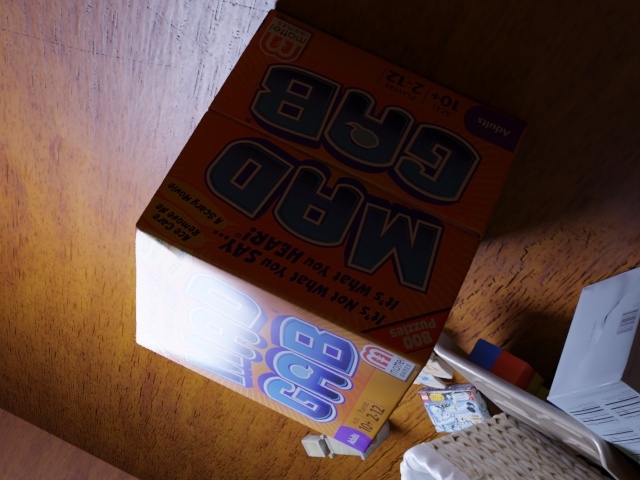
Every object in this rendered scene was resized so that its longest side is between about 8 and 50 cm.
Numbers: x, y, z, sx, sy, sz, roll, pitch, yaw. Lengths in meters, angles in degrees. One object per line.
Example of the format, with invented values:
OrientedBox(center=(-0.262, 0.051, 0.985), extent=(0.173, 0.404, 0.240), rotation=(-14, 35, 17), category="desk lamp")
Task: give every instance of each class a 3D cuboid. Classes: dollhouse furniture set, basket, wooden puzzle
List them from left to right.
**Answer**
OrientedBox(center=(0.033, 0.375, 2.268), extent=(0.182, 0.101, 0.161), rotation=(-9, 111, 48), category="dollhouse furniture set")
OrientedBox(center=(0.326, 0.519, 1.813), extent=(0.328, 0.266, 0.331), rotation=(35, 133, 40), category="basket")
OrientedBox(center=(0.370, 0.269, 1.676), extent=(0.348, 0.080, 0.322), rotation=(33, 174, 38), category="wooden puzzle")

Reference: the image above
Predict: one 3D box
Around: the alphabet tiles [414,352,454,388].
OrientedBox(center=(0.101, 0.201, 1.922), extent=(0.284, 0.021, 0.278), rotation=(4, 155, 43), category="alphabet tiles")

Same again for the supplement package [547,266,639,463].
OrientedBox(center=(0.456, 0.177, 1.438), extent=(0.203, 0.194, 0.149), rotation=(35, 150, -15), category="supplement package")

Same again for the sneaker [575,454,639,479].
OrientedBox(center=(0.613, 0.414, 1.770), extent=(0.482, 0.185, 0.202), rotation=(1, 112, 46), category="sneaker")

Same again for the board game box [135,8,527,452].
OrientedBox(center=(0.000, 0.000, 1.366), extent=(0.356, 0.356, 0.356), rotation=(25, 152, 4), category="board game box")

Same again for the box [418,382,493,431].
OrientedBox(center=(0.257, 0.316, 1.975), extent=(0.137, 0.027, 0.094), rotation=(-11, 110, 49), category="box")
